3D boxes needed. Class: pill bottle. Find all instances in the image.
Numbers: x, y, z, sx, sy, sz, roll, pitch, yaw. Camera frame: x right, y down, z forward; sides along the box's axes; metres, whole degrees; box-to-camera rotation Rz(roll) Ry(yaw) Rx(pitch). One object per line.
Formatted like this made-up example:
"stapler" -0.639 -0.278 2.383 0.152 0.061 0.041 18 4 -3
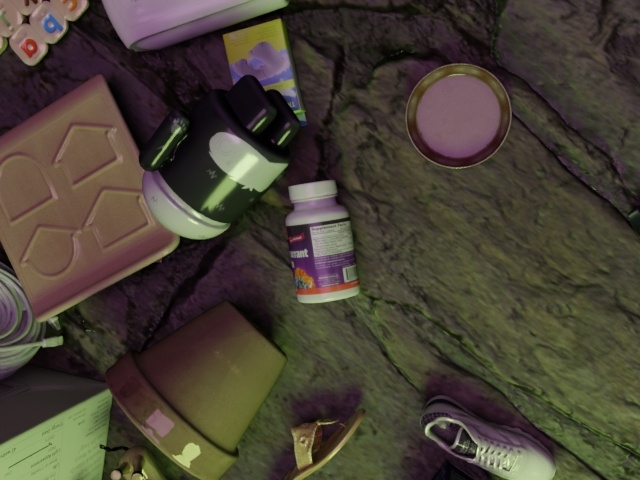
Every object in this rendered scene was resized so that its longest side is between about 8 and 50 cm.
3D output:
"pill bottle" 0.000 0.000 1.214 0.108 0.108 0.193 -8 93 12

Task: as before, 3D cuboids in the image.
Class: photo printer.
"photo printer" -0.230 -0.467 1.220 0.307 0.107 0.256 -15 91 13

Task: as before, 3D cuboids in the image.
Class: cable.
"cable" -0.611 0.128 1.277 0.089 0.257 0.257 -42 82 24

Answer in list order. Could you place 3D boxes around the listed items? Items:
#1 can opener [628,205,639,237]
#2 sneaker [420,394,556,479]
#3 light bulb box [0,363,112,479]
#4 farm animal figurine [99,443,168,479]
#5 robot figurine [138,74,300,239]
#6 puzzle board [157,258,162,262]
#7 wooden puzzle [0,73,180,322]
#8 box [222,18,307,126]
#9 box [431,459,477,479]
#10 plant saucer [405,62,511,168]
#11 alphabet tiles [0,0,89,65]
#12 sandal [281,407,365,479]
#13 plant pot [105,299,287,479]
"can opener" 0.564 0.007 1.134 0.186 0.073 0.059 47 63 1
"sneaker" 0.271 0.341 1.197 0.235 0.095 0.090 22 97 7
"light bulb box" -0.551 0.436 1.238 0.225 0.358 0.361 10 96 12
"farm animal figurine" -0.291 0.551 1.303 0.327 0.172 0.330 23 91 -4
"robot figurine" -0.162 -0.129 1.173 0.209 0.173 0.278 40 110 -14
"puzzle board" -0.330 -0.027 1.329 0.096 0.011 0.128 5 96 11
"wooden puzzle" -0.436 -0.072 1.309 0.322 0.080 0.348 -27 82 15
"box" -0.094 -0.272 1.243 0.109 0.042 0.178 -12 92 13
"box" 0.198 0.472 1.164 0.108 0.207 0.153 35 100 7
"plant saucer" 0.223 -0.201 1.192 0.168 0.029 0.168 1 94 11
"alphabet tiles" -0.555 -0.472 1.331 0.284 0.021 0.278 -42 86 12
"sandal" -0.029 0.356 1.262 0.079 0.088 0.240 40 106 0
"plant pot" -0.185 0.226 1.219 0.263 0.263 0.229 43 84 5
